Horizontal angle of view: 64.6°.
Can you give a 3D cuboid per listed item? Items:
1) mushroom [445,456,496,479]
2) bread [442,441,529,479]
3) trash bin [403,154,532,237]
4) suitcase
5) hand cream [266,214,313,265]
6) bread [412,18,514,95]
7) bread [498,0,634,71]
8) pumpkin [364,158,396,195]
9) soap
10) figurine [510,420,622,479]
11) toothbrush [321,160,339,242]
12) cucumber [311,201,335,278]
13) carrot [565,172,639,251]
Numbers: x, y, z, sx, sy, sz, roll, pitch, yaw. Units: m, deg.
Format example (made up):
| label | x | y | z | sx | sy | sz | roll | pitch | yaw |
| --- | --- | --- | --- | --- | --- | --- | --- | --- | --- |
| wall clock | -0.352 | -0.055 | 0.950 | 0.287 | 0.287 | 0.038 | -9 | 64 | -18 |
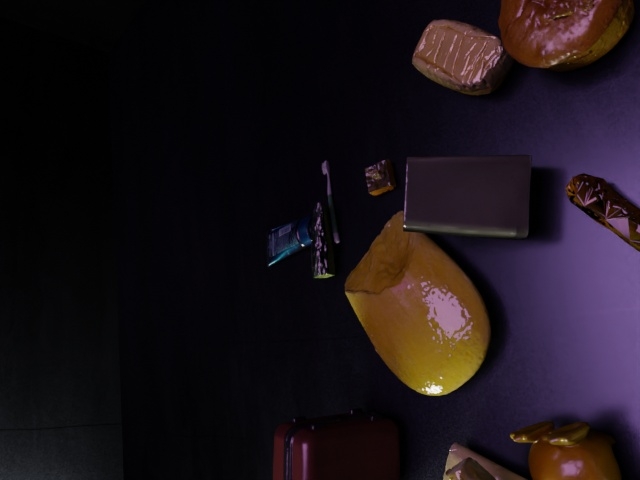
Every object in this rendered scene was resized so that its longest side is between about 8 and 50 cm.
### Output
| label | x | y | z | sx | sy | sz | roll | pitch | yaw |
| --- | --- | --- | --- | --- | --- | --- | --- | --- | --- |
| mushroom | 0.355 | 0.527 | 0.915 | 0.087 | 0.107 | 0.333 | -41 | 85 | 16 |
| bread | 0.342 | 0.519 | 1.046 | 0.178 | 0.060 | 0.139 | 17 | 98 | 46 |
| trash bin | 0.294 | -0.087 | 1.046 | 0.241 | 0.122 | 0.163 | 2 | 87 | 9 |
| suitcase | 0.040 | 0.533 | 1.194 | 0.161 | 0.297 | 0.236 | -9 | 78 | 54 |
| hand cream | -0.100 | -0.003 | 1.589 | 0.271 | 0.061 | 0.120 | -21 | 68 | 48 |
| bread | 0.324 | -0.414 | 1.154 | 0.236 | 0.106 | 0.139 | 43 | 114 | 40 |
| bread | 0.471 | -0.454 | 0.982 | 0.269 | 0.146 | 0.268 | -14 | 71 | 47 |
| pumpkin | 0.156 | -0.168 | 1.338 | 0.074 | 0.054 | 0.083 | -24 | 63 | 38 |
| soap | 0.212 | 0.150 | 1.193 | 0.306 | 0.115 | 0.427 | -54 | 50 | 23 |
| figurine | 0.449 | 0.431 | 0.868 | 0.215 | 0.215 | 0.228 | -14 | 63 | 45 |
| toothbrush | 0.030 | -0.115 | 1.488 | 0.024 | 0.018 | 0.256 | -26 | 67 | 45 |
| cucumber | -0.002 | 0.001 | 1.455 | 0.062 | 0.078 | 0.211 | -10 | 79 | 17 |
| carrot | 0.543 | -0.039 | 0.906 | 0.228 | 0.069 | 0.069 | 52 | 121 | 36 |
